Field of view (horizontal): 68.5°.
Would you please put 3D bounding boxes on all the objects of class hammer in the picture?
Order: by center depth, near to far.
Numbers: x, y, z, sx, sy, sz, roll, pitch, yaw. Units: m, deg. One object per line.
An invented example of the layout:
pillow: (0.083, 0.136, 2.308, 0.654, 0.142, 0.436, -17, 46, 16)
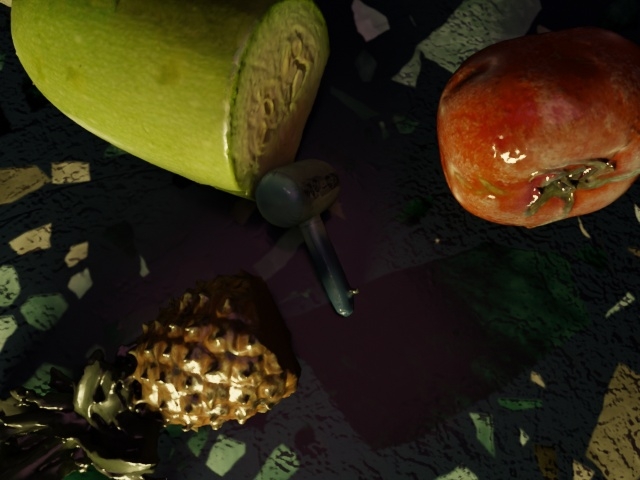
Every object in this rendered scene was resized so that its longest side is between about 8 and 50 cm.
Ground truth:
hammer: (0.000, 0.000, 0.557, 0.070, 0.116, 0.193, -19, 98, 32)

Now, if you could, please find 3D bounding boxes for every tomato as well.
tomato: (0.244, -0.124, 0.527, 0.232, 0.232, 0.188, -2, 61, -2)

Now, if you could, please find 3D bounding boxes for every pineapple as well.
pineapple: (-0.199, 0.171, 0.490, 0.365, 0.165, 0.165, -29, 81, 1)

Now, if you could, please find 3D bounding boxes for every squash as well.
squash: (-0.183, -0.204, 0.547, 0.309, 0.210, 0.233, 21, 99, 17)

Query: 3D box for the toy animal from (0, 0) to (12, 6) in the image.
toy animal: (-0.414, -0.374, 0.611, 0.098, 0.098, 0.137, -36, 81, -9)
